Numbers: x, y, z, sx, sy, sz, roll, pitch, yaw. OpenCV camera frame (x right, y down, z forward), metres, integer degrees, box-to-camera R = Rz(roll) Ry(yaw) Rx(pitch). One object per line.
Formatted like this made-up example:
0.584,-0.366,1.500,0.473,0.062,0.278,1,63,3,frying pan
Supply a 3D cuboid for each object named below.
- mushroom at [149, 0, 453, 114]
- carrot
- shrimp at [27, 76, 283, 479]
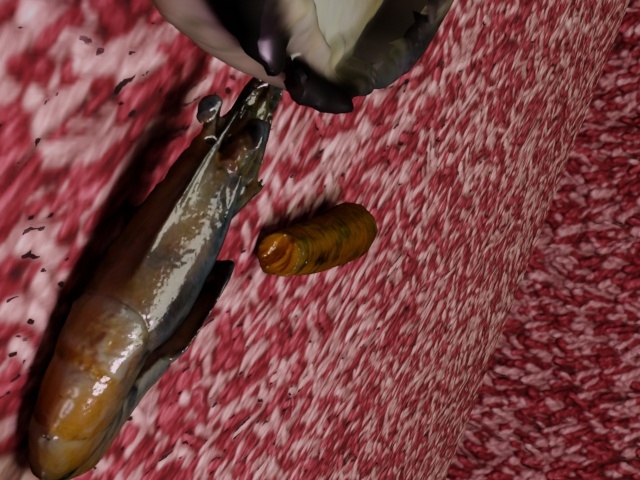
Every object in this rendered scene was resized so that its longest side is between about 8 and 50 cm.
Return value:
-0.002,-0.200,0.482,0.344,0.130,0.247,93,21,-60,mushroom
0.000,0.000,0.986,0.042,0.042,0.170,-71,164,12,carrot
-0.075,0.021,0.724,0.217,0.051,0.150,-59,169,-4,shrimp
